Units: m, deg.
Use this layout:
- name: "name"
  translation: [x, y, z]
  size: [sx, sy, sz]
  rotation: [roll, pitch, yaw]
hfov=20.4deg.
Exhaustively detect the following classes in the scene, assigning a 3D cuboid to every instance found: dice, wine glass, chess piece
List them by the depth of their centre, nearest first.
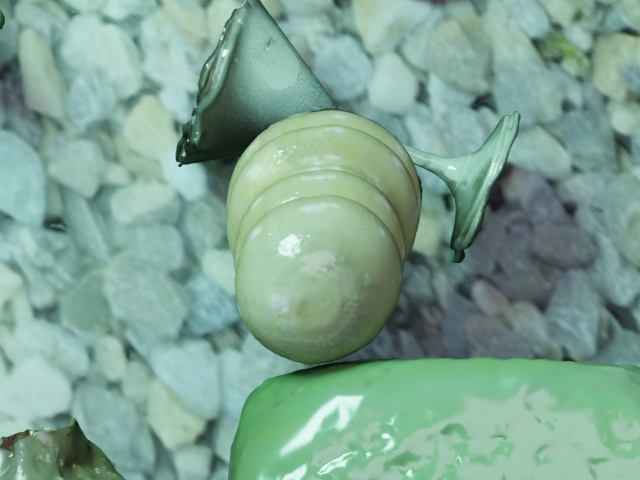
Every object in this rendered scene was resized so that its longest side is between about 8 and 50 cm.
- name: "dice"
  translation: [0.104, 0.251, 1.155]
  size: [0.318, 0.330, 0.322]
  rotation: [0, 76, 3]
- name: "chess piece"
  translation: [0.000, 0.000, 1.155]
  size: [0.142, 0.261, 0.143]
  rotation: [0, 102, 1]
- name: "wine glass"
  translation: [0.023, -0.082, 1.337]
  size: [0.232, 0.156, 0.156]
  rotation: [22, 76, -1]

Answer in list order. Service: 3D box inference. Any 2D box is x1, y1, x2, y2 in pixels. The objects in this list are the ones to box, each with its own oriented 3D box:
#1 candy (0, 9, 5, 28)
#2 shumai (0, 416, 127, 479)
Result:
- name: "candy"
  translation: [-0.377, -0.321, 1.374]
  size: [0.262, 0.172, 0.398]
  rotation: [-3, 63, -7]
- name: "shumai"
  translation: [-0.164, 0.237, 1.261]
  size: [0.183, 0.218, 0.185]
  rotation: [-3, 33, -14]
